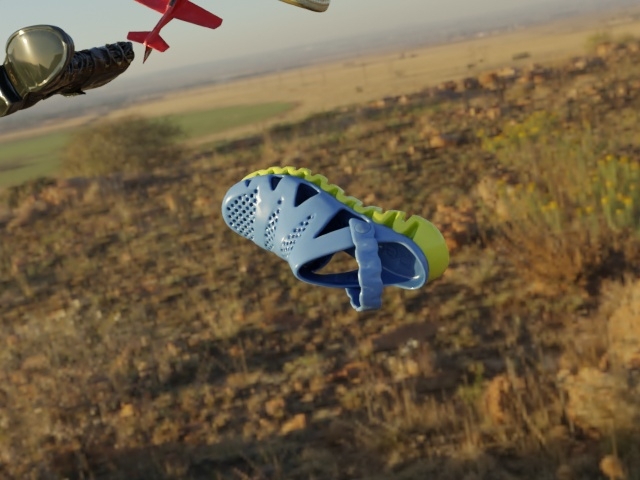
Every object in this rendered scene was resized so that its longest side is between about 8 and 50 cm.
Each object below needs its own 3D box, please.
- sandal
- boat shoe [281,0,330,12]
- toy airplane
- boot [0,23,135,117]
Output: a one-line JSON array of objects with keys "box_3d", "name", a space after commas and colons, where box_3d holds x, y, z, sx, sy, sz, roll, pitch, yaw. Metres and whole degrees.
[{"box_3d": [0.000, 0.000, 1.307, 0.318, 0.126, 0.138, 18, 44, 25], "name": "sandal"}, {"box_3d": [-0.016, -0.421, 1.525, 0.109, 0.098, 0.302, 21, 26, 2], "name": "boat shoe"}, {"box_3d": [-0.224, -0.322, 1.449, 0.151, 0.151, 0.028, -10, -24, 2], "name": "toy airplane"}, {"box_3d": [-0.385, -0.281, 1.568, 0.229, 0.091, 0.263, -25, 3, -43], "name": "boot"}]
